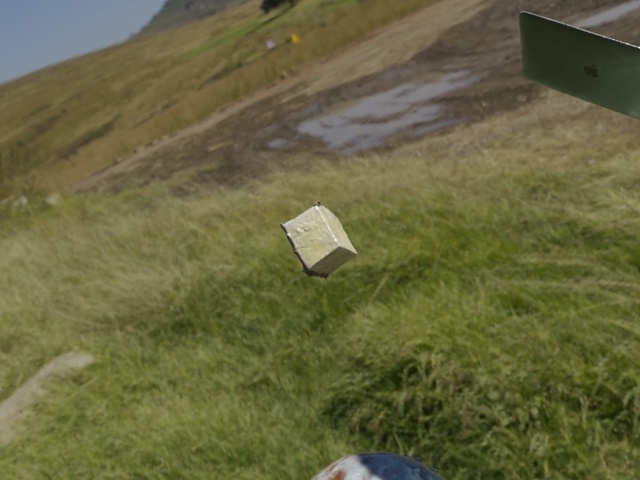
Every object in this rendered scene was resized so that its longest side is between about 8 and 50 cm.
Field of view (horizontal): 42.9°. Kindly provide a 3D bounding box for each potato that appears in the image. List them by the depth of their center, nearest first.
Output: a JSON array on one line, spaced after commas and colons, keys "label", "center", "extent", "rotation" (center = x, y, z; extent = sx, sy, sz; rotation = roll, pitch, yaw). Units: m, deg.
[{"label": "potato", "center": [0.001, 0.000, 1.070], "extent": [0.061, 0.086, 0.122], "rotation": [-30, -14, 11]}]

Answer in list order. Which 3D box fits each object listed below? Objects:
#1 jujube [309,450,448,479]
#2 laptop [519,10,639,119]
[{"label": "jujube", "center": [0.049, 0.386, 0.825], "extent": [0.215, 0.246, 0.308], "rotation": [-18, 36, 39]}, {"label": "laptop", "center": [0.463, -0.293, 1.387], "extent": [0.269, 0.188, 0.015], "rotation": [27, 75, 27]}]
